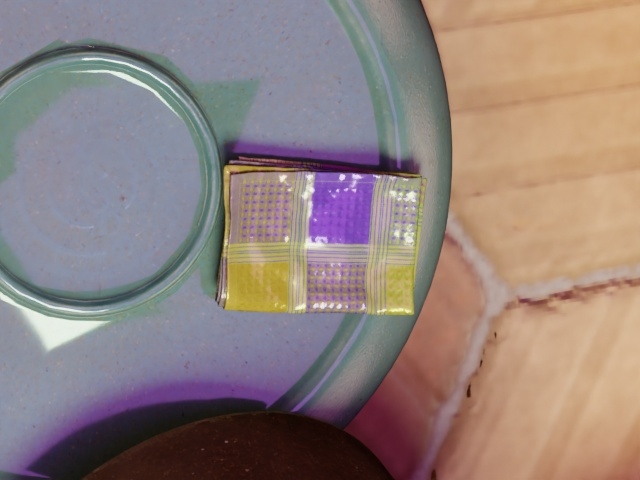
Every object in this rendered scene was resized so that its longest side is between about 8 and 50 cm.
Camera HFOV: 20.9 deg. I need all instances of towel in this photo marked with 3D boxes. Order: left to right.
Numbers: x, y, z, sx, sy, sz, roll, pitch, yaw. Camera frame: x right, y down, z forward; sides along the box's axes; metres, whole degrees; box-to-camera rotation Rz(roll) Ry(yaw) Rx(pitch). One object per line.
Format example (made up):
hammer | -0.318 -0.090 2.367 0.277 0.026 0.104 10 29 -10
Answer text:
towel | 0.000 0.000 0.673 0.083 0.009 0.060 4 97 -17

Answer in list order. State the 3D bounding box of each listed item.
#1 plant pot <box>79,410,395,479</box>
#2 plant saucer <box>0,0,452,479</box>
plant pot | 0.006 0.211 0.622 0.215 0.230 0.215 -17 123 -27
plant saucer | -0.092 -0.024 0.671 0.317 0.043 0.318 -2 99 -16
